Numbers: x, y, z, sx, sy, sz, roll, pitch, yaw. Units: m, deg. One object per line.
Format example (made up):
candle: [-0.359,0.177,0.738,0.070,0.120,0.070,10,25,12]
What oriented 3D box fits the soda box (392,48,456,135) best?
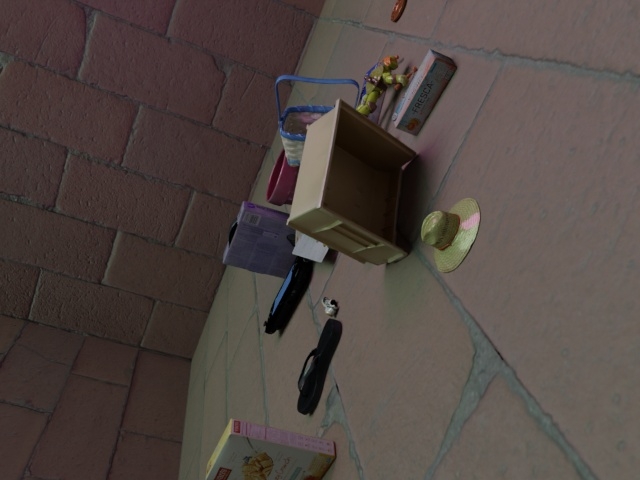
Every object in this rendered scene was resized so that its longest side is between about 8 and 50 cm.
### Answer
soda box: [0.234,-0.336,1.260,0.063,0.058,0.183,-93,27,-52]

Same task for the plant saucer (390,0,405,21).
plant saucer: [0.244,-0.723,1.722,0.083,0.013,0.083,-162,90,-75]

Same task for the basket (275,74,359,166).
basket: [-0.017,-0.380,1.748,0.288,0.255,0.201,96,180,-46]

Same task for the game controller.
game controller: [-0.115,0.172,1.872,0.166,0.067,0.319,-95,28,-53]

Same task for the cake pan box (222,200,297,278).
cake pan box: [-0.197,0.004,1.965,0.070,0.267,0.245,-104,32,-57]

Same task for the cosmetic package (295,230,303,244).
cosmetic package: [-0.059,-0.040,1.875,0.060,0.041,0.115,26,-114,-80]

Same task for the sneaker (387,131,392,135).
sneaker: [0.154,-0.255,1.434,0.152,0.058,0.084,-101,27,-52]

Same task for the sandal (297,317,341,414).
sandal: [-0.017,0.316,1.407,0.097,0.055,0.254,-153,81,-74]

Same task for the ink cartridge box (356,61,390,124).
ink cartridge box: [0.150,-0.419,1.652,0.097,0.046,0.206,164,122,-70]

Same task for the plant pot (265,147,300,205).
plant pot: [-0.075,-0.203,1.931,0.201,0.180,0.201,-163,90,-74]

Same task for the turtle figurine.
turtle figurine: [0.157,-0.411,1.492,0.217,0.087,0.269,-62,24,13]

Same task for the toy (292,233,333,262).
toy: [0.000,0.000,1.686,0.136,0.056,0.237,-65,21,-6]

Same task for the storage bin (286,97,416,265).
storage bin: [0.081,-0.111,1.183,0.123,0.260,0.262,-23,49,47]

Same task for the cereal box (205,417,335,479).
cereal box: [-0.110,0.481,1.202,0.047,0.240,0.173,-97,28,-56]

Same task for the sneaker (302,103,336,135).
sneaker: [-0.005,-0.361,1.972,0.111,0.121,0.299,-91,24,-47]

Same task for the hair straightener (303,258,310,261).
hair straightener: [-0.020,-0.034,1.799,0.089,0.047,0.230,135,153,-58]

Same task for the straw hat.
straw hat: [0.214,-0.019,0.979,0.144,0.061,0.144,-163,90,-74]

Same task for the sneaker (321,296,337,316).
sneaker: [0.028,0.170,1.470,0.037,0.032,0.083,-54,25,12]

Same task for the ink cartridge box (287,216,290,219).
ink cartridge box: [-0.013,-0.115,1.750,0.189,0.066,0.232,-48,6,-4]
